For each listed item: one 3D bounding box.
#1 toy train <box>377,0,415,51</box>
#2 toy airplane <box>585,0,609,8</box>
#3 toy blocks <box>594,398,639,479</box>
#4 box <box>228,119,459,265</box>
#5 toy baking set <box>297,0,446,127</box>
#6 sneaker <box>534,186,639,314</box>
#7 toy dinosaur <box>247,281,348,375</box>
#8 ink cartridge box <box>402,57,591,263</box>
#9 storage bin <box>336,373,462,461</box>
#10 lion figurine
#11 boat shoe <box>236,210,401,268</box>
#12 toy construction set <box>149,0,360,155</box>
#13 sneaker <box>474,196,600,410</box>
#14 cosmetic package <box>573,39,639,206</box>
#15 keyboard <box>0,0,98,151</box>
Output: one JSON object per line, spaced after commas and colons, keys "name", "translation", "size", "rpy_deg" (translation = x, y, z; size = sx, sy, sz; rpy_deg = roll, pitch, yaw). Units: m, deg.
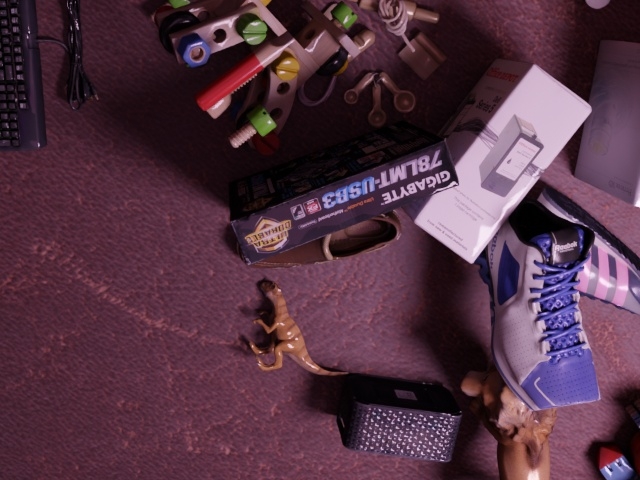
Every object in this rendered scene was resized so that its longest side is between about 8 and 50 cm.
{"name": "toy train", "translation": [0.083, -0.387, 1.275], "size": [0.105, 0.143, 0.248], "rpy_deg": [-27, 89, 1]}
{"name": "toy airplane", "translation": [0.505, -0.465, 1.239], "size": [0.384, 0.386, 0.272], "rpy_deg": [35, 64, 14]}
{"name": "toy blocks", "translation": [0.625, 0.356, 1.553], "size": [0.381, 0.191, 0.261], "rpy_deg": [-36, 94, 9]}
{"name": "box", "translation": [0.018, -0.078, 1.295], "size": [0.293, 0.295, 0.073], "rpy_deg": [-22, 104, -1]}
{"name": "toy baking set", "translation": [0.059, -0.279, 1.384], "size": [0.256, 0.030, 0.196], "rpy_deg": [17, 102, -10]}
{"name": "sneaker", "translation": [0.435, 0.053, 1.485], "size": [0.319, 0.112, 0.131], "rpy_deg": [39, 112, -8]}
{"name": "toy dinosaur", "translation": [-0.049, 0.167, 1.471], "size": [0.112, 0.064, 0.211], "rpy_deg": [-30, 106, 1]}
{"name": "ink cartridge box", "translation": [0.242, -0.125, 1.358], "size": [0.115, 0.198, 0.273], "rpy_deg": [35, 98, -12]}
{"name": "storage bin", "translation": [0.125, 0.284, 1.490], "size": [0.180, 0.122, 0.084], "rpy_deg": [8, 103, -8]}
{"name": "lion figurine", "translation": [0.312, 0.361, 1.451], "size": [0.142, 0.240, 0.392], "rpy_deg": [-12, 93, -2]}
{"name": "boat shoe", "translation": [-0.001, -0.008, 1.414], "size": [0.257, 0.095, 0.095], "rpy_deg": [-14, 106, -3]}
{"name": "toy construction set", "translation": [-0.064, -0.263, 1.236], "size": [0.237, 0.309, 0.257], "rpy_deg": [-36, 110, 4]}
{"name": "sneaker", "translation": [0.311, 0.073, 1.293], "size": [0.127, 0.182, 0.315], "rpy_deg": [-10, 69, -16]}
{"name": "cosmetic package", "translation": [0.494, -0.172, 1.360], "size": [0.138, 0.224, 0.224], "rpy_deg": [4, 104, -8]}
{"name": "keyboard", "translation": [-0.429, -0.287, 1.327], "size": [0.201, 0.033, 0.317], "rpy_deg": [-3, 106, -6]}
